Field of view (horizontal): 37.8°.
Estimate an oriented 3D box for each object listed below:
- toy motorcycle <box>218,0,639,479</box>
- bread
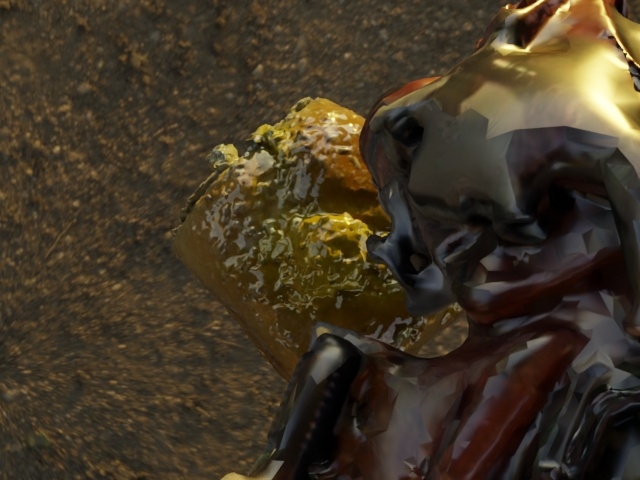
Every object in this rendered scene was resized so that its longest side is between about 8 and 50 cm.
[{"bbox_3d":[0.057,0.046,0.363,0.134,0.207,0.401,38,73,-47],"label":"toy motorcycle"},{"bbox_3d":[0.000,0.000,0.759,0.195,0.176,0.246,-42,80,-16],"label":"bread"}]
